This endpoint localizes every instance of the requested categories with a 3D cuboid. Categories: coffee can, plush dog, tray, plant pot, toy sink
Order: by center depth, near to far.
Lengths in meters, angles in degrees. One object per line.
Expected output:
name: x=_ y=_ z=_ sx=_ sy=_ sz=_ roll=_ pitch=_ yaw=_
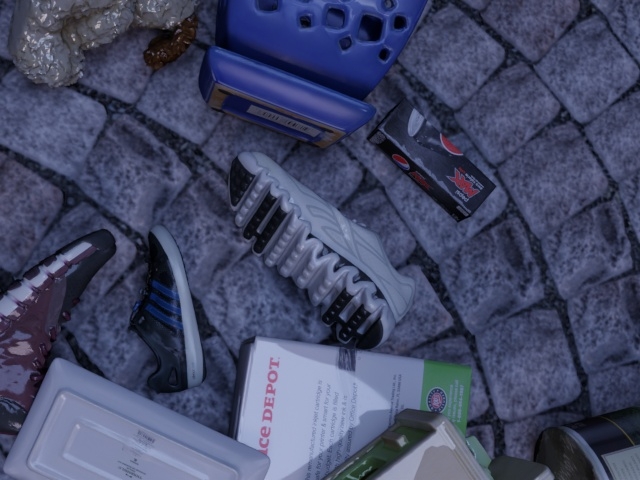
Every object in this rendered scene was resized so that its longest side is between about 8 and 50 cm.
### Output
toy sink: x=0.107 y=0.267 z=1.172 sx=0.234 sy=0.153 sz=0.131 roll=-34 pitch=92 yaw=-13
tray: x=-0.204 y=0.250 z=1.189 sx=0.270 sy=0.030 sz=0.145 roll=25 pitch=89 yaw=0
plush dog: x=-0.246 y=-0.326 z=1.294 sx=0.225 sy=0.211 sz=0.262 roll=-3 pitch=81 yaw=-37
plant pot: x=-0.022 y=-0.241 z=1.302 sx=0.236 sy=0.236 sz=0.212 roll=20 pitch=85 yaw=-9
coffee can: x=0.434 y=0.297 z=1.338 sx=0.275 sy=0.201 sz=0.201 roll=-12 pitch=85 yaw=-15

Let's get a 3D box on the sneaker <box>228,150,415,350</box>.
sneaker: x=0.000 y=0.000 z=1.343 sx=0.292 sy=0.110 sz=0.118 roll=49 pitch=50 yaw=3

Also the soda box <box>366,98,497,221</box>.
soda box: x=0.145 y=-0.103 z=1.407 sx=0.169 sy=0.053 sz=0.060 roll=42 pitch=75 yaw=-5

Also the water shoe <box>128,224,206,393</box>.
water shoe: x=-0.193 y=0.082 z=1.290 sx=0.080 sy=0.073 sz=0.203 roll=-13 pitch=84 yaw=-12

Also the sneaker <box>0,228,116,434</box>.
sneaker: x=-0.319 y=0.123 z=1.250 sx=0.281 sy=0.106 sz=0.162 roll=-38 pitch=99 yaw=-7

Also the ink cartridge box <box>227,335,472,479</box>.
ink cartridge box: x=0.028 y=0.232 z=1.296 sx=0.273 sy=0.115 sz=0.198 roll=10 pitch=80 yaw=-12
